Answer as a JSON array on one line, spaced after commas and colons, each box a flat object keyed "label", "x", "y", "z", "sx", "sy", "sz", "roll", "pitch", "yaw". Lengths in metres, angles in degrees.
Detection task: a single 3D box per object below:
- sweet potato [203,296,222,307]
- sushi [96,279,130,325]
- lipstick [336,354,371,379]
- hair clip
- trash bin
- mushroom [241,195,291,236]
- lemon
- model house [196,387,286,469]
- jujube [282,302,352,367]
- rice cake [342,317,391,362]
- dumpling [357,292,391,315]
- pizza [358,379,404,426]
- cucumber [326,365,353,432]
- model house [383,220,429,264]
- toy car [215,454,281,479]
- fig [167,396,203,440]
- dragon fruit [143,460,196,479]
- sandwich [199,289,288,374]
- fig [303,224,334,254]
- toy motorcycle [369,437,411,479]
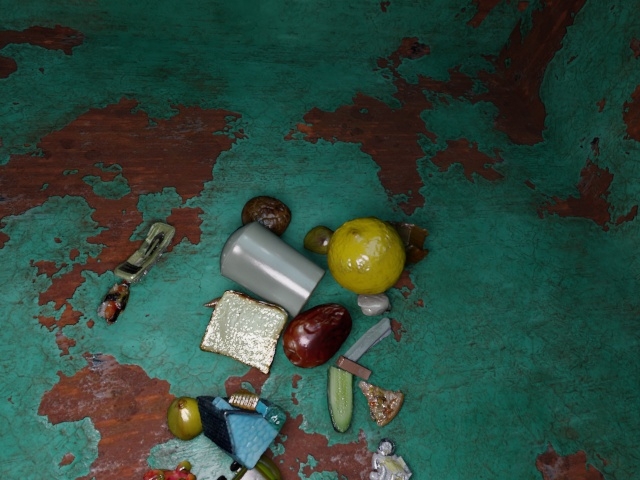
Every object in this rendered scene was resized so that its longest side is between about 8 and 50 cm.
[{"label": "sweet potato", "x": -0.347, "y": 0.281, "z": 1.887, "sx": 0.281, "sy": 0.059, "sz": 0.067, "roll": 14, "pitch": 75, "yaw": -3}, {"label": "sushi", "x": -0.820, "y": 0.246, "z": 1.771, "sx": 0.103, "sy": 0.097, "sz": 0.226, "roll": 17, "pitch": 39, "yaw": -9}, {"label": "lipstick", "x": 0.136, "y": 0.519, "z": 1.819, "sx": 0.145, "sy": 0.045, "sz": 0.045, "roll": 31, "pitch": 83, "yaw": -20}, {"label": "hair clip", "x": -0.740, "y": 0.063, "z": 1.917, "sx": 0.138, "sy": 0.091, "sz": 0.321, "roll": 19, "pitch": 53, "yaw": 14}, {"label": "trash bin", "x": -0.218, "y": 0.115, "z": 1.904, "sx": 0.432, "sy": 0.280, "sz": 0.280, "roll": 33, "pitch": 55, "yaw": 5}, {"label": "mushroom", "x": -0.256, "y": -0.115, "z": 2.122, "sx": 0.253, "sy": 0.153, "sz": 0.253, "roll": 9, "pitch": 42, "yaw": -9}, {"label": "lemon", "x": 0.204, "y": 0.077, "z": 1.974, "sx": 0.350, "sy": 0.387, "sz": 0.350, "roll": -11, "pitch": 51, "yaw": 13}, {"label": "model house", "x": -0.299, "y": 0.584, "z": 1.521, "sx": 0.241, "sy": 0.261, "sz": 0.226, "roll": 53, "pitch": 57, "yaw": -23}, {"label": "jujube", "x": -0.009, "y": 0.381, "z": 1.814, "sx": 0.223, "sy": 0.223, "sz": 0.318, "roll": 46, "pitch": 46, "yaw": 17}, {"label": "rice cake", "x": 0.207, "y": 0.444, "z": 1.928, "sx": 0.290, "sy": 0.051, "sz": 0.081, "roll": -37, "pitch": 106, "yaw": -31}, {"label": "dumpling", "x": 0.238, "y": 0.279, "z": 2.015, "sx": 0.176, "sy": 0.092, "sz": 0.150, "roll": -12, "pitch": 40, "yaw": -15}, {"label": "pizza", "x": 0.234, "y": 0.633, "z": 1.802, "sx": 0.195, "sy": 0.052, "sz": 0.185, "roll": 39, "pitch": 53, "yaw": 13}, {"label": "cucumber", "x": 0.068, "y": 0.629, "z": 1.752, "sx": 0.115, "sy": 0.063, "sz": 0.244, "roll": 17, "pitch": 52, "yaw": -18}, {"label": "model house", "x": 0.402, "y": 0.030, "z": 2.195, "sx": 0.219, "sy": 0.199, "sz": 0.229, "roll": 8, "pitch": 76, "yaw": 38}, {"label": "toy car", "x": -0.241, "y": 0.823, "z": 1.461, "sx": 0.204, "sy": 0.198, "sz": 0.248, "roll": 40, "pitch": 58, "yaw": 12}, {"label": "fig", "x": -0.477, "y": 0.630, "z": 1.586, "sx": 0.153, "sy": 0.121, "sz": 0.136, "roll": 47, "pitch": 50, "yaw": -9}, {"label": "dragon fruit", "x": -0.507, "y": 0.836, "z": 1.358, "sx": 0.243, "sy": 0.227, "sz": 0.307, "roll": -5, "pitch": 21, "yaw": 14}, {"label": "sandwich", "x": -0.298, "y": 0.355, "z": 1.775, "sx": 0.301, "sy": 0.099, "sz": 0.271, "roll": 19, "pitch": 71, "yaw": 5}, {"label": "fig", "x": 0.000, "y": 0.000, "z": 2.120, "sx": 0.166, "sy": 0.144, "sz": 0.154, "roll": -3, "pitch": 52, "yaw": 1}, {"label": "toy motorcycle", "x": 0.256, "y": 0.859, "z": 1.640, "sx": 0.151, "sy": 0.074, "sz": 0.228, "roll": -19, "pitch": 65, "yaw": -22}]
